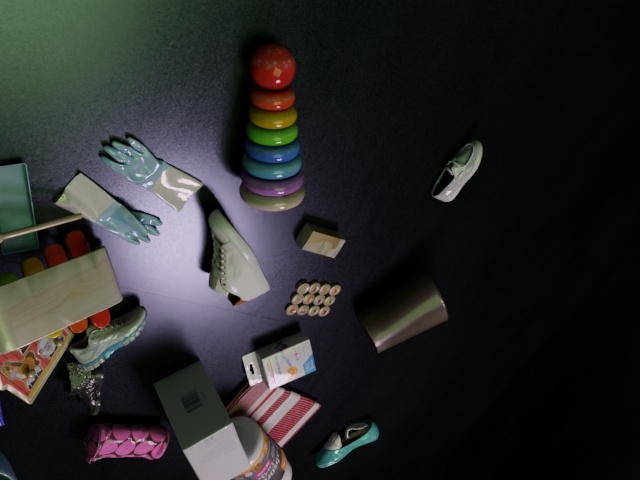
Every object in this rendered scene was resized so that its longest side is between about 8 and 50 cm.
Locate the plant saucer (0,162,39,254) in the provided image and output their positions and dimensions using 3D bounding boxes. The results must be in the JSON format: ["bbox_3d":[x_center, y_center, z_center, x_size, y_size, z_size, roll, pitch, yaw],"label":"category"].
[{"bbox_3d":[-0.568,-0.059,1.223,0.067,0.018,0.192,-12,130,-27],"label":"plant saucer"}]

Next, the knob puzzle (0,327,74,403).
[{"bbox_3d":[-0.590,0.219,1.346,0.213,0.029,0.213,10,90,-67],"label":"knob puzzle"}]

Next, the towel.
[{"bbox_3d":[-0.169,0.528,1.973,0.237,0.037,0.329,-47,137,7],"label":"towel"}]

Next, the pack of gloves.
[{"bbox_3d":[-0.370,-0.085,1.318,0.195,0.046,0.232,-46,137,8],"label":"pack of gloves"}]

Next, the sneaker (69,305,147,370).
[{"bbox_3d":[-0.474,0.205,1.473,0.190,0.071,0.083,-41,123,-7],"label":"sneaker"}]

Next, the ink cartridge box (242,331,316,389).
[{"bbox_3d":[-0.112,0.336,1.812,0.181,0.061,0.104,-21,114,-19],"label":"ink cartridge box"}]

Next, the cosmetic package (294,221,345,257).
[{"bbox_3d":[0.000,0.000,1.646,0.115,0.041,0.060,14,116,-41],"label":"cosmetic package"}]

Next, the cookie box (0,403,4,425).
[{"bbox_3d":[-0.701,0.327,1.385,0.040,0.107,0.092,-17,132,-20],"label":"cookie box"}]

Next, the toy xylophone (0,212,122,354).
[{"bbox_3d":[-0.515,0.078,1.243,0.322,0.081,0.236,-15,98,-48],"label":"toy xylophone"}]

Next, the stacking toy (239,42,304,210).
[{"bbox_3d":[-0.093,-0.231,1.337,0.141,0.141,0.331,-13,126,-26],"label":"stacking toy"}]

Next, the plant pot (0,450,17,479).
[{"bbox_3d":[-0.803,0.505,1.396,0.290,0.195,0.290,-19,133,-22],"label":"plant pot"}]

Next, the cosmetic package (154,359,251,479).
[{"bbox_3d":[-0.302,0.477,1.698,0.138,0.224,0.225,-27,135,-14],"label":"cosmetic package"}]

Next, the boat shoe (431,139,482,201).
[{"bbox_3d":[0.352,-0.184,1.729,0.063,0.066,0.184,6,130,-39],"label":"boat shoe"}]

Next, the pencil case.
[{"bbox_3d":[-0.496,0.521,1.701,0.209,0.095,0.098,16,79,-40],"label":"pencil case"}]

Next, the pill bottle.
[{"bbox_3d":[-0.191,0.629,1.893,0.162,0.162,0.278,-35,138,-5],"label":"pill bottle"}]

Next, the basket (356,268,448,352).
[{"bbox_3d":[0.230,0.212,1.907,0.226,0.154,0.204,-29,140,-6],"label":"basket"}]

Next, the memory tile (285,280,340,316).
[{"bbox_3d":[-0.019,0.159,1.787,0.148,0.012,0.113,8,120,-38],"label":"memory tile"}]

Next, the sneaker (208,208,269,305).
[{"bbox_3d":[-0.209,0.056,1.500,0.123,0.106,0.290,-33,138,-11],"label":"sneaker"}]

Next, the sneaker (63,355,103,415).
[{"bbox_3d":[-0.557,0.342,1.541,0.089,0.051,0.170,-2,120,-34],"label":"sneaker"}]

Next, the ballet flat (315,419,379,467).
[{"bbox_3d":[0.083,0.678,2.252,0.247,0.083,0.087,-23,110,-18],"label":"ballet flat"}]
